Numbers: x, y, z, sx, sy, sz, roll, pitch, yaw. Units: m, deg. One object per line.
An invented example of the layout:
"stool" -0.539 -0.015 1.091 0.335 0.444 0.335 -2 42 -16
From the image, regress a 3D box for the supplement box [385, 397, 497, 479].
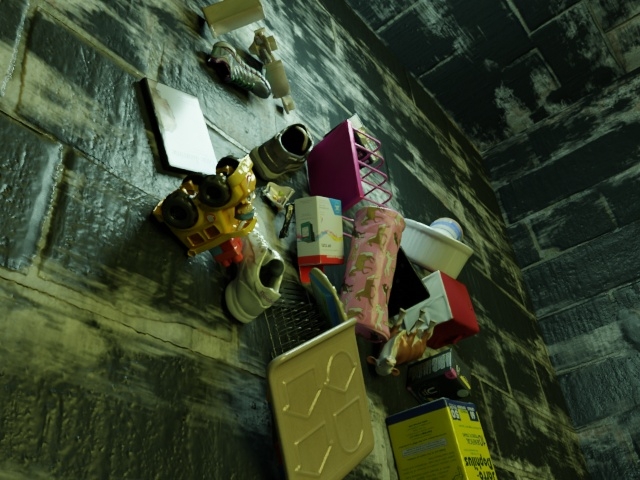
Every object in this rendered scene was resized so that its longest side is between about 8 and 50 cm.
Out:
"supplement box" 0.342 0.628 1.605 0.194 0.195 0.356 24 45 -48

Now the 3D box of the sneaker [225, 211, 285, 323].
"sneaker" -0.136 0.043 1.397 0.114 0.152 0.305 34 37 -38

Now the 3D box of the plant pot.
"plant pot" 0.223 0.118 1.904 0.187 0.188 0.167 57 17 -7

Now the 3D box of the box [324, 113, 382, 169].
"box" 0.112 -0.332 2.103 0.051 0.220 0.175 -35 97 -19

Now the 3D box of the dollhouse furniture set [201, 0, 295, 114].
"dollhouse furniture set" -0.239 -0.608 1.941 0.355 0.174 0.303 73 -5 -53

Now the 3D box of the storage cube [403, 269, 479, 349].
"storage cube" 0.403 0.243 2.068 0.193 0.184 0.214 28 43 -45

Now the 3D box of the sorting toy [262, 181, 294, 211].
"sorting toy" -0.126 -0.127 1.690 0.075 0.045 0.083 40 44 -12

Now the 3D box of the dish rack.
"dish rack" -0.051 0.213 1.467 0.208 0.074 0.271 16 51 -54

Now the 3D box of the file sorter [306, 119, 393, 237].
"file sorter" 0.098 -0.181 1.885 0.182 0.202 0.290 19 51 -37

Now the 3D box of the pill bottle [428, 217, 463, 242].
"pill bottle" 0.484 0.011 2.446 0.152 0.152 0.272 59 28 -4

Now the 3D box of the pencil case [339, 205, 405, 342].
"pencil case" 0.144 0.090 1.694 0.160 0.167 0.386 14 67 -7

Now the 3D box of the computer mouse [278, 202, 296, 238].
"computer mouse" -0.052 -0.033 1.710 0.193 0.042 0.106 28 64 -53

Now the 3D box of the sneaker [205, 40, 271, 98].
"sneaker" -0.249 -0.484 1.795 0.224 0.083 0.098 39 56 -27

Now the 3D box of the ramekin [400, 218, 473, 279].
"ramekin" 0.397 0.038 2.169 0.277 0.135 0.277 26 0 0

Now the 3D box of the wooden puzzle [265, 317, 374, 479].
"wooden puzzle" -0.005 0.372 1.307 0.322 0.081 0.347 -16 102 -54

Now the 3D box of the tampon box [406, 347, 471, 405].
"tampon box" 0.368 0.432 1.863 0.120 0.161 0.101 49 30 -20

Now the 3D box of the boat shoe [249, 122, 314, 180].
"boat shoe" -0.080 -0.279 1.802 0.132 0.130 0.355 55 29 -11

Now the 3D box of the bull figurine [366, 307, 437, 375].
"bull figurine" 0.252 0.305 1.804 0.101 0.188 0.310 32 9 23

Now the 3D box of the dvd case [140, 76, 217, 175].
"dvd case" -0.342 -0.271 1.481 0.180 0.022 0.253 9 58 -56

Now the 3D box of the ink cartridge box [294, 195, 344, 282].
"ink cartridge box" 0.000 0.000 1.668 0.134 0.078 0.230 3 82 -58

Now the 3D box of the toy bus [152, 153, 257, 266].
"toy bus" -0.212 -0.053 1.300 0.211 0.220 0.149 58 23 -18

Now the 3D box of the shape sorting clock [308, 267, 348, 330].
"shape sorting clock" 0.023 0.165 1.546 0.206 0.040 0.206 160 -90 -78
